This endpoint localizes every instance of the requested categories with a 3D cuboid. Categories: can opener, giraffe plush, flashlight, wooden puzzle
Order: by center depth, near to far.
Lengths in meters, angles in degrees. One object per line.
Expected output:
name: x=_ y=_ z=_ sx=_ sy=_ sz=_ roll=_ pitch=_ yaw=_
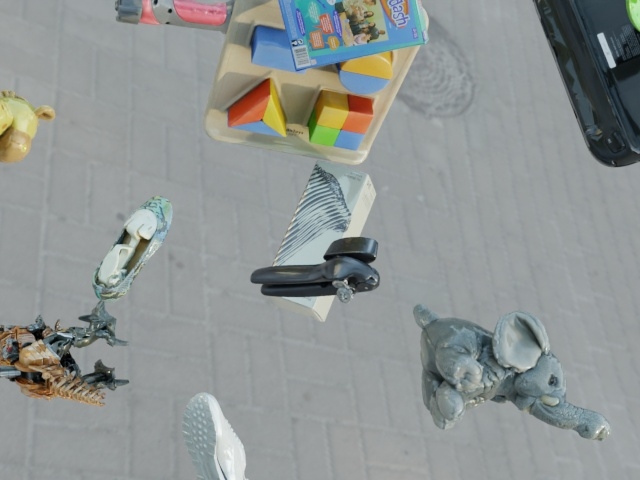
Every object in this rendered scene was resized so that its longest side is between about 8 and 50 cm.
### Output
can opener: x=-0.006 y=0.046 z=1.109 sx=0.059 sy=0.186 sz=0.073 roll=54 pitch=43 yaw=-27
giraffe plush: x=-0.562 y=-0.199 z=1.556 sx=0.181 sy=0.210 sz=0.170 roll=23 pitch=3 yaw=34
wooden puzzle: x=-0.016 y=-0.275 z=1.577 sx=0.322 sy=0.347 sz=0.080 roll=9 pitch=45 yaw=-14
flashlight: x=-0.269 y=-0.487 z=1.893 sx=0.304 sy=0.103 sz=0.103 roll=2 pitch=16 yaw=-18

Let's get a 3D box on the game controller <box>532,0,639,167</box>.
game controller: x=0.411 y=-0.263 z=1.257 sx=0.067 sy=0.167 sz=0.319 roll=38 pitch=36 yaw=-70

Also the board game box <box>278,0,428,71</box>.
board game box: x=0.046 y=-0.358 z=1.388 sx=0.047 sy=0.210 sz=0.160 roll=-56 pitch=135 yaw=-65

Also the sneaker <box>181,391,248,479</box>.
sneaker: x=-0.201 y=0.399 z=1.787 sx=0.095 sy=0.090 sz=0.235 roll=-27 pitch=114 yaw=-47

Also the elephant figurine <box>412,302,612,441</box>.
elephant figurine: x=0.271 y=0.187 z=1.305 sx=0.240 sy=0.169 sz=0.185 roll=-4 pitch=97 yaw=-9

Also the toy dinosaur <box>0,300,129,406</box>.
toy dinosaur: x=-0.458 y=0.220 z=1.573 sx=0.219 sy=0.164 sz=0.322 roll=-9 pitch=42 yaw=-40

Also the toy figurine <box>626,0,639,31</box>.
toy figurine: x=0.387 y=-0.322 z=1.064 sx=0.173 sy=0.130 sz=0.159 roll=12 pitch=29 yaw=-29

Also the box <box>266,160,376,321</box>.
box: x=0.000 y=0.000 z=1.675 sx=0.113 sy=0.094 sz=0.275 roll=16 pitch=73 yaw=18

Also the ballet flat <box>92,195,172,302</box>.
ballet flat: x=-0.288 y=0.008 z=1.393 sx=0.070 sy=0.070 sz=0.188 roll=30 pitch=76 yaw=-17
